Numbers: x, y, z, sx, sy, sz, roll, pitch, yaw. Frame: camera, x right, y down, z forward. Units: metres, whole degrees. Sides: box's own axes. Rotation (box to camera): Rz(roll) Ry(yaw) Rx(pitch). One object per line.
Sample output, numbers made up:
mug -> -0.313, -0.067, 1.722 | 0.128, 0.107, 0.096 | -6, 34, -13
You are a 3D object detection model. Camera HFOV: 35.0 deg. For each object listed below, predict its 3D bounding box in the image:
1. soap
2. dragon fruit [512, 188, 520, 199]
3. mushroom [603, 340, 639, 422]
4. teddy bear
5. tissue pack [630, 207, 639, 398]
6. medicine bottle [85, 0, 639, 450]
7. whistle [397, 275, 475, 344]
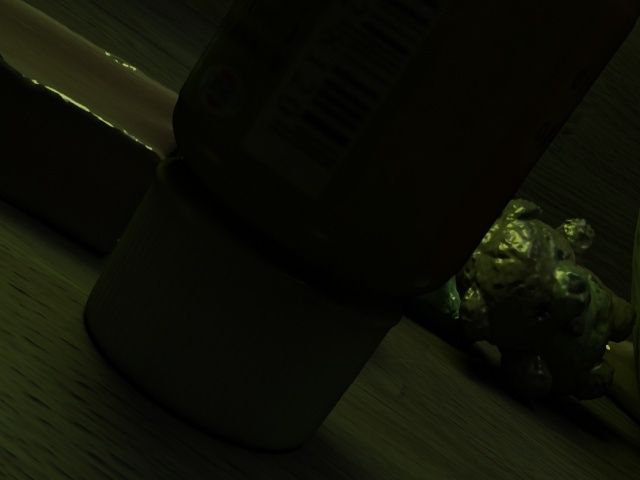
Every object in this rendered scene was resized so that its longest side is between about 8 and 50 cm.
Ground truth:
soap -> -0.257, -0.133, 0.901 | 0.285, 0.107, 0.296 | 32, 11, -6
dragon fruit -> 0.211, -0.141, 1.757 | 0.305, 0.305, 0.225 | 24, 17, -38
mushroom -> 0.500, 0.213, 1.458 | 0.350, 0.128, 0.128 | 31, 8, 40
teddy bear -> 0.268, 0.077, 1.215 | 0.151, 0.236, 0.267 | 8, -29, 37
tissue pack -> 0.494, 0.098, 1.227 | 0.207, 0.297, 0.380 | 1, 29, 12
medicine bottle -> 0.019, -0.067, 0.676 | 0.224, 0.384, 0.224 | 32, 11, -7
whistle -> 0.078, -0.001, 1.237 | 0.347, 0.189, 0.189 | 52, 7, -14
